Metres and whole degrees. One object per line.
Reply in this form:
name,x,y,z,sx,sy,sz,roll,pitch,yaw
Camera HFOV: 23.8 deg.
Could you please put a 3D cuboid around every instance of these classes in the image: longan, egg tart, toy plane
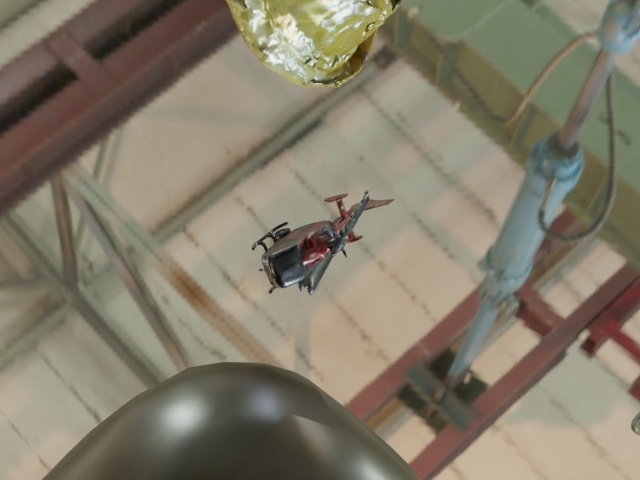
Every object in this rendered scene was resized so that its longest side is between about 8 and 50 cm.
longan,-0.072,0.280,0.962,0.336,0.404,0.404,4,-116,-18
egg tart,0.002,-0.183,0.899,0.074,0.191,0.191,-5,-118,28
toy plane,0.000,0.000,1.071,0.145,0.060,0.037,-41,-66,-51

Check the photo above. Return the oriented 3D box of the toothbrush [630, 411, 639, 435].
toothbrush,0.231,0.033,0.710,0.204,0.017,0.022,-36,-76,2
